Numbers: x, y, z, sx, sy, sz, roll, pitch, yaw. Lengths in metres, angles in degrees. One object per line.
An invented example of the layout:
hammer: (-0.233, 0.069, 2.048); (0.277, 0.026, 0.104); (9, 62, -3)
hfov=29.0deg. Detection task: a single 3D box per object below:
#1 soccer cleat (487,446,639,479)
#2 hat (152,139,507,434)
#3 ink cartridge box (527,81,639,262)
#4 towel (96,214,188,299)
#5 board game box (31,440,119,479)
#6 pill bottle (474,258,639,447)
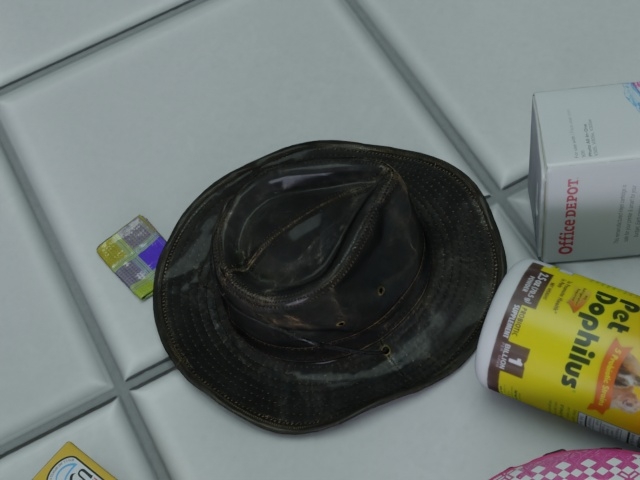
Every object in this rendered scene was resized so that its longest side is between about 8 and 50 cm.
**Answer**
soccer cleat: (0.267, 0.227, 0.905); (0.331, 0.116, 0.143); (-1, 20, 7)
hat: (0.000, 0.000, 1.104); (0.331, 0.134, 0.331); (-4, 56, 5)
ink cartridge box: (0.293, -0.062, 1.090); (0.212, 0.154, 0.093); (-7, 57, 4)
towel: (-0.173, 0.016, 1.194); (0.060, 0.009, 0.083); (-36, 59, -15)
board game box: (-0.160, 0.339, 0.952); (0.316, 0.064, 0.242); (31, 67, 25)
pill bottle: (0.244, 0.101, 1.014); (0.215, 0.117, 0.117); (20, 62, 19)
